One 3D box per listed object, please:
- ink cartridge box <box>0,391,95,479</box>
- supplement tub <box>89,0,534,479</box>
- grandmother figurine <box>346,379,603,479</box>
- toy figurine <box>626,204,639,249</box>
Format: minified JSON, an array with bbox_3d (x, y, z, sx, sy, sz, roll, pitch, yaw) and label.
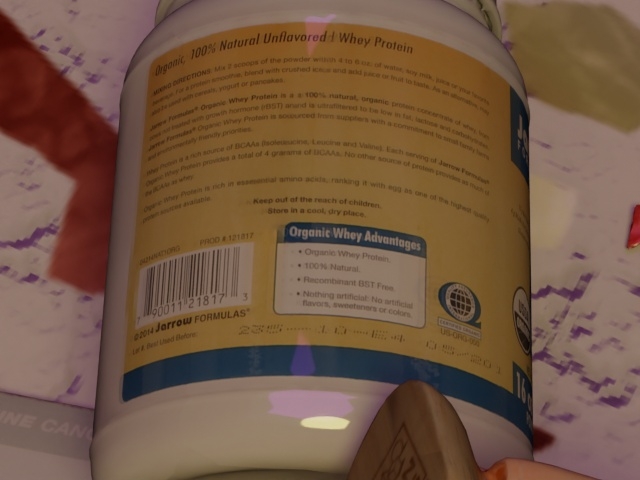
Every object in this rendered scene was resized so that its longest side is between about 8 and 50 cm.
[{"bbox_3d":[-0.204,0.143,0.630,0.275,0.060,0.239,10,43,5],"label":"ink cartridge box"},{"bbox_3d":[0.000,0.000,0.647,0.144,0.144,0.199,2,66,1],"label":"supplement tub"},{"bbox_3d":[0.162,0.142,0.552,0.342,0.207,0.104,22,22,-18],"label":"grandmother figurine"},{"bbox_3d":[0.294,-0.008,0.613,0.362,0.217,0.191,40,71,17],"label":"toy figurine"}]
